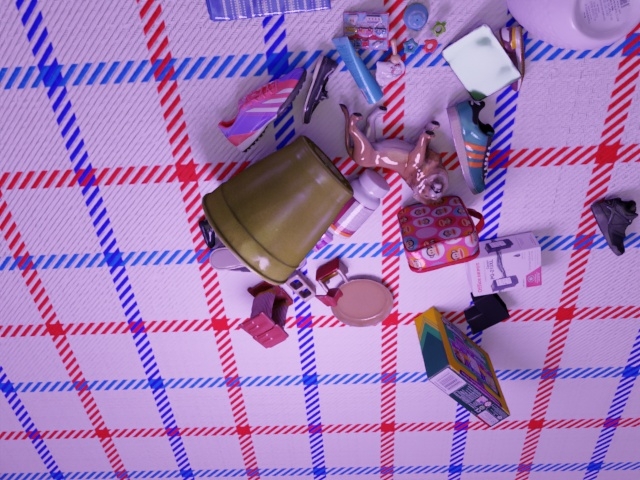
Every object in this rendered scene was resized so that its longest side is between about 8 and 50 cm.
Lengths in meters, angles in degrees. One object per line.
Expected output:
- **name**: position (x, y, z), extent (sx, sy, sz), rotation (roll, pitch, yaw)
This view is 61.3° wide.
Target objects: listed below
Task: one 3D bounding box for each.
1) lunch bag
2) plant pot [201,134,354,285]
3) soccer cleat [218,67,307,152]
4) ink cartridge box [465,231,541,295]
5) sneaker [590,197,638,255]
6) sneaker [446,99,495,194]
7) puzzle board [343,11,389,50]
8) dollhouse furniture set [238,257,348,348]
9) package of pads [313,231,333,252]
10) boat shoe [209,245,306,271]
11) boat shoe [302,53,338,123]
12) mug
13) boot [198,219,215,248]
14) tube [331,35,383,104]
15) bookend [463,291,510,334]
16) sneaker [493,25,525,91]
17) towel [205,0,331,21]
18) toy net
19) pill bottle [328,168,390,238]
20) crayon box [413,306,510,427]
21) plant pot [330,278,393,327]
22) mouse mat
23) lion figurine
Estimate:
- **lunch bag**: position (0.380, -0.034, 1.685), extent (0.258, 0.293, 0.120), rotation (-16, 118, 13)
- **plant pot**: position (-0.102, -0.117, 1.631), extent (0.353, 0.366, 0.366), rotation (-41, 115, 13)
- **soccer cleat**: position (-0.168, -0.394, 1.565), extent (0.116, 0.109, 0.318), rotation (39, 119, -18)
- **ink cartridge box**: position (0.631, 0.084, 1.873), extent (0.237, 0.100, 0.172), rotation (-11, 123, 9)
- **sneaker**: position (0.993, -0.049, 1.782), extent (0.130, 0.087, 0.228), rotation (-23, 116, 24)
- **sneaker**: position (0.472, -0.276, 1.625), extent (0.121, 0.108, 0.302), rotation (-15, 121, 16)
- **puzzle board**: position (0.122, -0.569, 1.466), extent (0.128, 0.011, 0.096), rotation (10, 127, 18)
- **dollhouse furniture set**: position (-0.091, 0.199, 1.907), extent (0.374, 0.201, 0.152), rotation (-32, 118, 21)
- **package of pads**: position (0.000, 0.000, 1.871), extent (0.083, 0.032, 0.050), rotation (-36, 115, 23)
- **boat shoe**: position (-0.219, 0.058, 1.894), extent (0.335, 0.095, 0.112), rotation (-1, 89, -3)
- **boat shoe**: position (-0.004, -0.425, 1.555), extent (0.064, 0.075, 0.206), rotation (16, 119, -6)
- **mug**: position (0.602, -0.632, 1.245), extent (0.276, 0.328, 0.374), rotation (-11, 123, 9)
- **boot**: position (-0.354, -0.032, 1.851), extent (0.099, 0.045, 0.121), rotation (-12, 122, 6)
- **tube**: position (0.106, -0.481, 1.522), extent (0.052, 0.080, 0.207), rotation (-50, 122, -18)
- **bookend**: position (0.591, 0.249, 2.004), extent (0.157, 0.072, 0.156), rotation (-33, 117, 22)
- **sneaker**: position (0.521, -0.503, 1.503), extent (0.083, 0.070, 0.186), rotation (4, 132, 27)
- **towel**: position (-0.149, -0.703, 1.390), extent (0.335, 0.040, 0.243), rotation (-4, 125, 4)
- **toy net**: position (0.241, -0.529, 1.499), extent (0.122, 0.045, 0.232), rotation (25, 123, -17)
- **pill bottle**: position (0.115, -0.118, 1.733), extent (0.121, 0.121, 0.221), rotation (31, 119, -18)
- **crayon box**: position (0.519, 0.464, 2.006), extent (0.363, 0.313, 0.106), rotation (40, 113, -22)
- **plant pot**: position (0.154, 0.229, 2.025), extent (0.236, 0.032, 0.236), rotation (1, 124, 2)
- **mouse mat**: position (0.446, -0.489, 1.500), extent (0.152, 0.007, 0.190), rotation (-23, 118, 43)
- **lion figurine**: position (0.218, -0.262, 1.644), extent (0.392, 0.142, 0.240), rotation (20, 131, 5)
